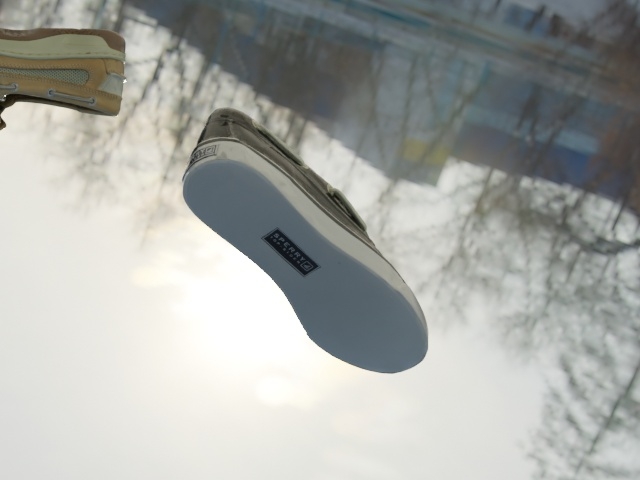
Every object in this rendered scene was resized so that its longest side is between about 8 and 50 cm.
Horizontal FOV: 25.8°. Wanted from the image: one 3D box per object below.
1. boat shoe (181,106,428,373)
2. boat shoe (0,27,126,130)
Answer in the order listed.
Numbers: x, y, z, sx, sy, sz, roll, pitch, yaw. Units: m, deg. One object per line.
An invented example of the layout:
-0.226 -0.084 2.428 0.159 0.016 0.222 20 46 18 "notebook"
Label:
0.000 0.000 0.911 0.219 0.078 0.070 48 -148 -28 "boat shoe"
-0.231 -0.110 0.973 0.190 0.072 0.068 0 179 3 "boat shoe"
